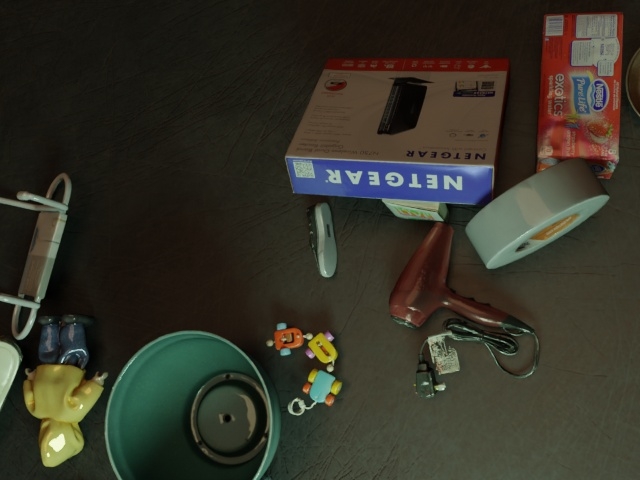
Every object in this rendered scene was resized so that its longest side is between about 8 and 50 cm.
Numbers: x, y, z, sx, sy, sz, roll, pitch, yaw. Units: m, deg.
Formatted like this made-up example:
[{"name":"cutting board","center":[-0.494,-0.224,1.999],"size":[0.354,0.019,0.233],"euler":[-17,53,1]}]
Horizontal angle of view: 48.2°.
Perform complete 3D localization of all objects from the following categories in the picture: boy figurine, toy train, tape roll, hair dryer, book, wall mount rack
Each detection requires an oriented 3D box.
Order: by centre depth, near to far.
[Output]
[{"name":"tape roll","center":[0.343,-0.040,1.141],"size":[0.219,0.219,0.072],"euler":[-30,72,8]},{"name":"book","center":[0.166,-0.058,1.233],"size":[0.096,0.144,0.035],"euler":[9,84,17]},{"name":"hair dryer","center":[0.230,0.111,1.234],"size":[0.223,0.080,0.294],"euler":[-15,81,-3]},{"name":"toy train","center":[-0.023,0.224,1.283],"size":[0.125,0.046,0.167],"euler":[-17,72,13]},{"name":"boy figurine","center":[-0.488,0.284,1.375],"size":[0.177,0.092,0.286],"euler":[-7,78,14]},{"name":"wall mount rack","center":[-0.639,0.014,1.460],"size":[0.304,0.130,0.350],"euler":[3,77,48]}]

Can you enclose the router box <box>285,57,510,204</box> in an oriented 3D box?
[{"name":"router box","center":[0.143,-0.198,1.224],"size":[0.335,0.082,0.301],"euler":[4,46,16]}]

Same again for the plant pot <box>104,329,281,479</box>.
[{"name":"plant pot","center":[-0.189,0.310,1.230],"size":[0.292,0.196,0.293],"euler":[-3,77,15]}]

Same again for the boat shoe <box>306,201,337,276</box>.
[{"name":"boat shoe","center":[0.000,0.000,1.324],"size":[0.040,0.049,0.142],"euler":[-13,73,32]}]

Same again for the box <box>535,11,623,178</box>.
[{"name":"box","center":[0.434,-0.240,1.207],"size":[0.128,0.122,0.257],"euler":[3,80,16]}]

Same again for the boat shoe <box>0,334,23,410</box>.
[{"name":"boat shoe","center":[-0.687,0.330,1.422],"size":[0.109,0.091,0.305],"euler":[28,89,-18]}]

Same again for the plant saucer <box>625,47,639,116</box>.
[{"name":"plant saucer","center":[0.620,-0.264,1.207],"size":[0.198,0.036,0.199],"euler":[-3,78,16]}]

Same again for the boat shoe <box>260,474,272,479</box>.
[{"name":"boat shoe","center":[-0.191,0.511,1.251],"size":[0.302,0.109,0.094],"euler":[-33,87,16]}]
